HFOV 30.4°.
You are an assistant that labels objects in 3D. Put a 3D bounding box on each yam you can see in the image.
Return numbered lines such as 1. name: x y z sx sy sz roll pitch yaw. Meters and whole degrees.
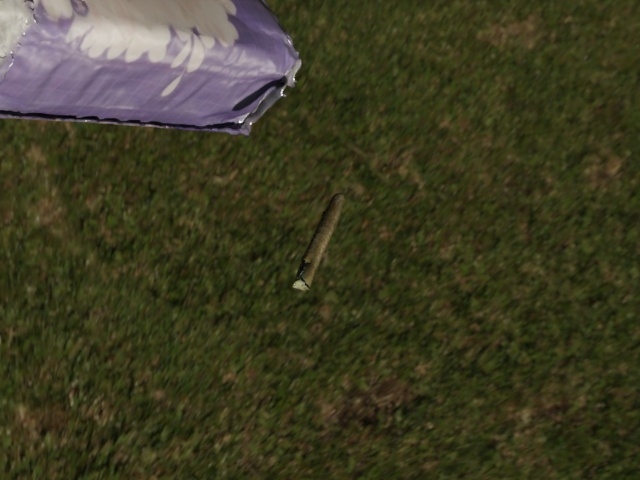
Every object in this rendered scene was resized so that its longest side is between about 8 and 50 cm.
1. yam: 0.000 0.000 0.829 0.014 0.014 0.107 27 42 -4

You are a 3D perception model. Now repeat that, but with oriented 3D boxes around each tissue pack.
1. tissue pack: -0.198 -0.209 0.986 0.242 0.125 0.343 54 28 20
